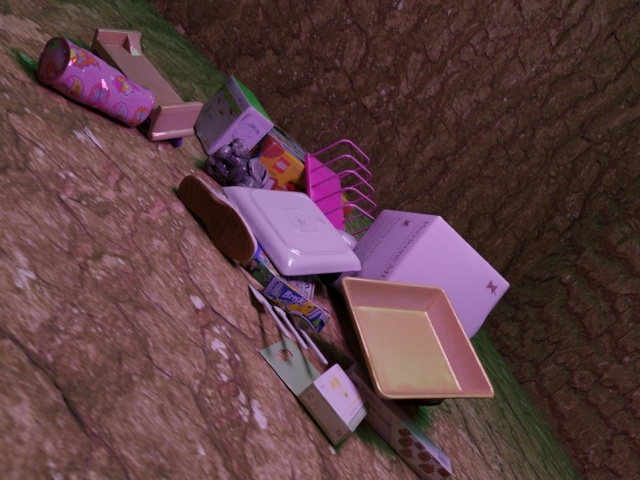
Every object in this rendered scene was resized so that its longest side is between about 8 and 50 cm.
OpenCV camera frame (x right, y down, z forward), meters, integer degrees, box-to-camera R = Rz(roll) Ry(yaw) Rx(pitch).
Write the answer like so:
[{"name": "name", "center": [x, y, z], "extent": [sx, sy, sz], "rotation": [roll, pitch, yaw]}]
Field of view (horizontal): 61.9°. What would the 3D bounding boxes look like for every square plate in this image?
[{"name": "square plate", "center": [-0.069, -0.043, 1.540], "extent": [0.343, 0.049, 0.347], "rotation": [-1, 45, -49]}]

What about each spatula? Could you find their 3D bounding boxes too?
[{"name": "spatula", "center": [-0.068, 0.188, 1.208], "extent": [0.168, 0.019, 0.242], "rotation": [42, -1, -31]}]

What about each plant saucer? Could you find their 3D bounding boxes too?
[{"name": "plant saucer", "center": [0.216, 0.252, 1.303], "extent": [0.332, 0.081, 0.333], "rotation": [9, 43, -28]}]

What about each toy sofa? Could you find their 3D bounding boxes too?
[{"name": "toy sofa", "center": [-0.525, -0.438, 1.562], "extent": [0.363, 0.177, 0.150], "rotation": [50, 38, 15]}]

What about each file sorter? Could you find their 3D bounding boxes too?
[{"name": "file sorter", "center": [0.080, -0.181, 1.910], "extent": [0.202, 0.182, 0.291], "rotation": [31, 46, -46]}]

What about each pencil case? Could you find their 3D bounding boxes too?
[{"name": "pencil case", "center": [-0.549, -0.383, 1.323], "extent": [0.124, 0.124, 0.284], "rotation": [52, 13, 24]}]

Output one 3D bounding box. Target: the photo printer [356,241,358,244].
[{"name": "photo printer", "center": [0.136, 0.092, 2.060], "extent": [0.307, 0.107, 0.256], "rotation": [28, 21, -52]}]

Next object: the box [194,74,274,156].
[{"name": "box", "center": [-0.322, -0.424, 1.906], "extent": [0.126, 0.231, 0.262], "rotation": [33, 18, -43]}]

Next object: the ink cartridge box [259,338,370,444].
[{"name": "ink cartridge box", "center": [-0.005, 0.292, 1.113], "extent": [0.235, 0.056, 0.171], "rotation": [50, 13, 12]}]

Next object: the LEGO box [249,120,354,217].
[{"name": "LEGO box", "center": [-0.142, -0.282, 2.130], "extent": [0.500, 0.193, 0.373], "rotation": [34, 17, -44]}]

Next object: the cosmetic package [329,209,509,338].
[{"name": "cosmetic package", "center": [0.284, 0.133, 1.661], "extent": [0.327, 0.329, 0.393], "rotation": [42, -7, -17]}]

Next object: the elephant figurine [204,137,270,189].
[{"name": "elephant figurine", "center": [-0.244, -0.187, 1.679], "extent": [0.240, 0.186, 0.169], "rotation": [54, -29, -9]}]

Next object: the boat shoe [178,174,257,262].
[{"name": "boat shoe", "center": [-0.240, -0.058, 1.339], "extent": [0.277, 0.098, 0.096], "rotation": [49, 14, 18]}]

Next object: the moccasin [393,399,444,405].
[{"name": "moccasin", "center": [0.241, 0.368, 1.441], "extent": [0.380, 0.139, 0.147], "rotation": [21, 68, -48]}]

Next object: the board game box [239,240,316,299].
[{"name": "board game box", "center": [-0.106, 0.073, 1.484], "extent": [0.213, 0.046, 0.317], "rotation": [45, 13, -10]}]

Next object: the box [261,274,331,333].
[{"name": "box", "center": [-0.056, 0.151, 1.279], "extent": [0.168, 0.054, 0.059], "rotation": [36, 0, 4]}]

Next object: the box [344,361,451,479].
[{"name": "box", "center": [0.169, 0.425, 1.231], "extent": [0.324, 0.063, 0.067], "rotation": [46, 12, -1]}]

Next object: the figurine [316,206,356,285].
[{"name": "figurine", "center": [0.000, 0.000, 1.718], "extent": [0.209, 0.092, 0.215], "rotation": [46, 41, -14]}]
